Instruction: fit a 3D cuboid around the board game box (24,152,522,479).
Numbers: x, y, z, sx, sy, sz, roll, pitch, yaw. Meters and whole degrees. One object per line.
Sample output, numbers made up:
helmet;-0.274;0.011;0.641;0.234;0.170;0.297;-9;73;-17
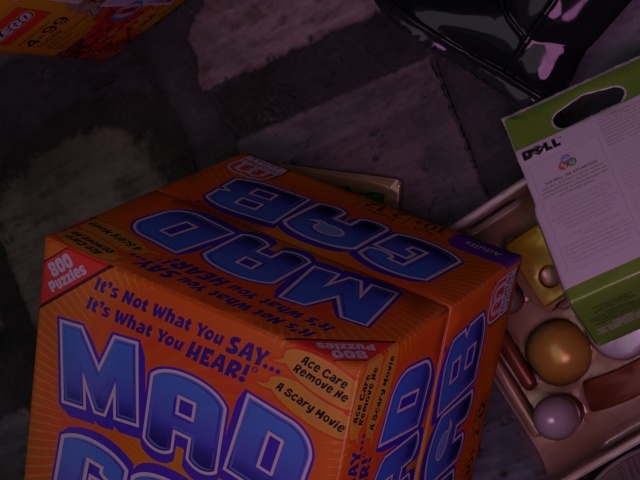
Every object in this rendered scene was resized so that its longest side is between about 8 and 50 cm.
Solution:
board game box;-0.052;0.163;1.604;0.356;0.356;0.357;21;116;25

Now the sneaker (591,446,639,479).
sneaker;0.291;0.296;1.676;0.222;0.118;0.083;-41;95;-7

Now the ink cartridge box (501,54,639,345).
ink cartridge box;0.317;-0.049;1.583;0.188;0.097;0.255;-25;50;13

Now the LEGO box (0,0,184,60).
LEGO box;-0.187;-0.417;1.668;0.500;0.372;0.193;-34;81;21

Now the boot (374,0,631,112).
boot;0.207;-0.278;1.660;0.246;0.094;0.207;35;109;10

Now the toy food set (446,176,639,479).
toy food set;0.257;0.090;1.666;0.219;0.092;0.306;-35;81;21

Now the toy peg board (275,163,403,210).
toy peg board;0.000;0.000;1.775;0.161;0.079;0.161;8;96;22
